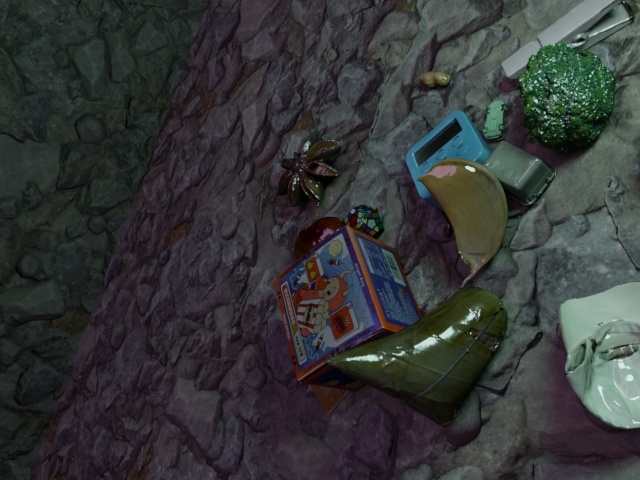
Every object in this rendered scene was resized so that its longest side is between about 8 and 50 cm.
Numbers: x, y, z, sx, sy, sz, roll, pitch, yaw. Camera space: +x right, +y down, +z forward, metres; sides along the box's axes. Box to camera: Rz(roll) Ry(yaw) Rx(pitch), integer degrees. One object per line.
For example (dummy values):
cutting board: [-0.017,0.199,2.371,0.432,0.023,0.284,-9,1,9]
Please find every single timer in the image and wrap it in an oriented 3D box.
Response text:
timer: [0.366,-0.249,1.682,0.232,0.091,0.250,-42,45,24]

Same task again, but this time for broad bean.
broad bean: [-0.002,-0.003,1.909,0.228,0.122,0.156,-17,65,35]

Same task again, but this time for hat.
hat: [0.632,0.230,1.207,0.257,0.168,0.302,-16,35,14]

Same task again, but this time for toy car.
toy car: [0.499,-0.344,1.628,0.059,0.035,0.122,-7,61,42]

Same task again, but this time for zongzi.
zongzi: [0.250,0.232,1.389,0.356,0.392,0.174,-58,25,4]

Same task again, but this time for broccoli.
broccoli: [0.598,-0.353,1.424,0.241,0.261,0.270,-140,36,-68]

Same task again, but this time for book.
book: [0.019,0.439,1.784,0.118,0.012,0.172,-51,46,16]

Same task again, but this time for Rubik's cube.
Rubik's cube: [0.138,-0.049,1.799,0.133,0.133,0.112,31,122,46]

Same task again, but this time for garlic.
garlic: [0.396,-0.059,1.512,0.196,0.151,0.339,-22,94,1]

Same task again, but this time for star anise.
star anise: [-0.050,-0.260,2.074,0.315,0.108,0.316,-22,58,40]

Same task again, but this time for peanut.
peanut: [0.364,-0.513,1.818,0.113,0.053,0.054,13,82,46]

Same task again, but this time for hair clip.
hair clip: [0.649,-0.537,1.523,0.330,0.101,0.085,-31,58,34]

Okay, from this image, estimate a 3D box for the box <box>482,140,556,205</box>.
box: [0.512,-0.185,1.503,0.124,0.092,0.172,-55,45,7]

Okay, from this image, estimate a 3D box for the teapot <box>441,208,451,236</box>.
teapot: [0.365,-0.063,1.617,0.080,0.084,0.110,-101,26,-52]

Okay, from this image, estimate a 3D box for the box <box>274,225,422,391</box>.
box: [0.081,0.202,1.648,0.318,0.256,0.349,-37,51,26]
